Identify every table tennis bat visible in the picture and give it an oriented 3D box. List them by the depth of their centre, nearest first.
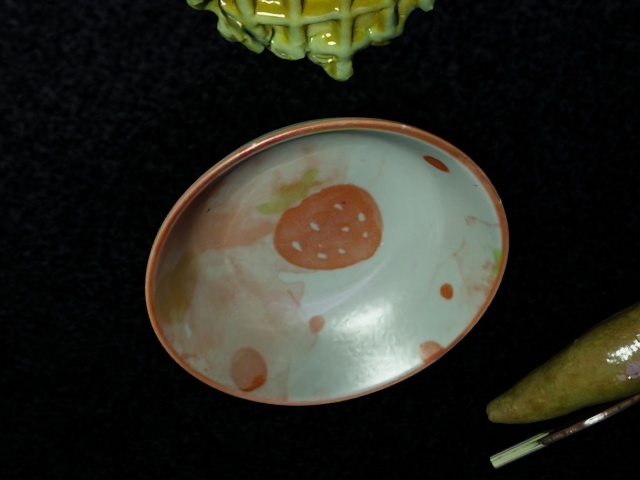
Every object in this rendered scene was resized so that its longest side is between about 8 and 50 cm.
[{"bbox_3d":[0.223,0.170,1.129,0.158,0.014,0.095,-30,171,27],"label":"table tennis bat"}]

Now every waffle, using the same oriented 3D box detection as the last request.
[{"bbox_3d":[0.007,-0.204,0.762,0.208,0.054,0.214,26,115,-36],"label":"waffle"}]

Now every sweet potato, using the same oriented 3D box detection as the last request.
[{"bbox_3d":[0.255,0.105,1.076,0.244,0.077,0.077,-36,129,11],"label":"sweet potato"}]

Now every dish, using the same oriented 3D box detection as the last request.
[{"bbox_3d":[0.000,0.000,0.909,0.260,0.085,0.260,-7,130,-8],"label":"dish"}]
